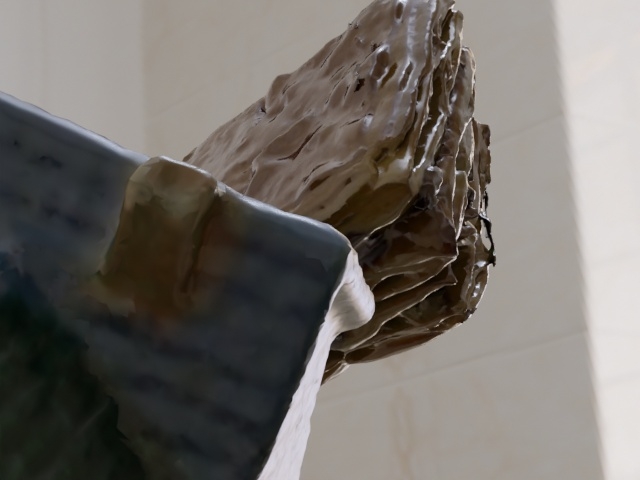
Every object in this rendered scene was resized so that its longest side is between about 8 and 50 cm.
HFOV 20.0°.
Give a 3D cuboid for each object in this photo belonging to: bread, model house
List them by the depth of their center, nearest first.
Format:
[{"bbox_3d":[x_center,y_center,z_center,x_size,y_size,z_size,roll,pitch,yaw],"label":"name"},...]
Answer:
[{"bbox_3d":[-0.196,0.100,0.852,0.334,0.343,0.382,24,-135,8],"label":"model house"},{"bbox_3d":[0.000,0.000,1.277,0.167,0.324,0.277,41,-145,-19],"label":"bread"}]
